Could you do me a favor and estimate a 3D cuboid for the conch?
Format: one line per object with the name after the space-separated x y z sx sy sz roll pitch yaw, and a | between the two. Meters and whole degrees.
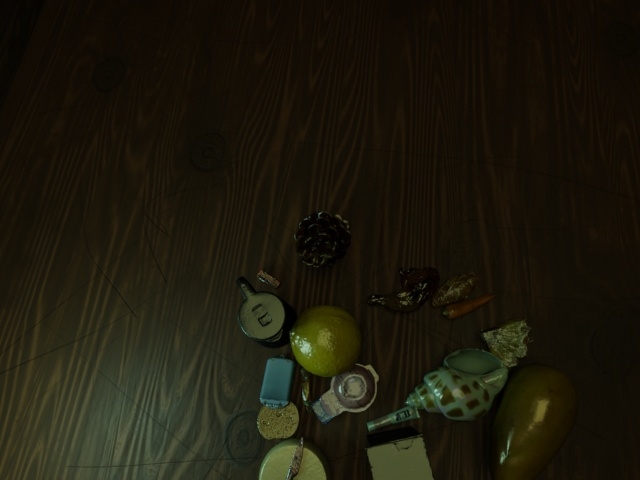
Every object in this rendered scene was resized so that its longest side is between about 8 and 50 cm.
0.506 0.543 1.532 0.367 0.197 0.250 2 45 -8 | conch

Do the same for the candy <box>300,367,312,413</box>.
-0.057 0.590 1.634 0.046 0.053 0.182 -7 70 9 | candy

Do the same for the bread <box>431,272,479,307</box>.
0.555 0.197 1.693 0.232 0.076 0.105 -32 37 -4 | bread

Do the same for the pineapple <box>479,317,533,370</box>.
0.720 0.399 1.612 0.186 0.114 0.237 29 79 12 | pineapple

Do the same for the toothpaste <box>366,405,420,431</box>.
0.280 0.687 1.589 0.205 0.036 0.056 -16 73 -6 | toothpaste

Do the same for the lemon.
0.023 0.382 1.579 0.292 0.293 0.294 -1 72 4 | lemon

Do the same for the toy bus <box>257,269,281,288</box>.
-0.225 0.169 1.792 0.110 0.031 0.043 31 83 12 | toy bus

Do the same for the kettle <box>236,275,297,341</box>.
-0.205 0.279 1.609 0.202 0.308 0.263 -6 72 1 | kettle

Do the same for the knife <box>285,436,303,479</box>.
-0.100 0.831 1.467 0.035 0.018 0.248 16 74 12 | knife

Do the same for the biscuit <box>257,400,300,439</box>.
-0.161 0.691 1.610 0.170 0.050 0.171 -2 64 4 | biscuit

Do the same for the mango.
0.727 0.645 1.435 0.232 0.300 0.446 23 74 32 | mango

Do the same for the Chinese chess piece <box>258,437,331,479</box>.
-0.093 0.876 1.516 0.272 0.102 0.274 -1 74 4 | Chinese chess piece

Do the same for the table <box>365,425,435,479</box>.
0.273 0.798 1.413 0.196 0.282 0.251 -14 72 0 | table

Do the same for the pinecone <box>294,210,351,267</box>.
0.000 0.000 1.717 0.243 0.309 0.244 4 104 17 | pinecone

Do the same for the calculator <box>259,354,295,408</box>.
-0.168 0.557 1.635 0.120 0.039 0.211 4 56 6 | calculator

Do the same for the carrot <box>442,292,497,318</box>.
0.617 0.267 1.697 0.256 0.061 0.061 -17 71 -12 | carrot

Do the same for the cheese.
0.100 0.596 1.609 0.285 0.074 0.189 -38 73 -4 | cheese

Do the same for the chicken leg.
0.358 0.209 1.721 0.322 0.083 0.177 -39 65 -10 | chicken leg
